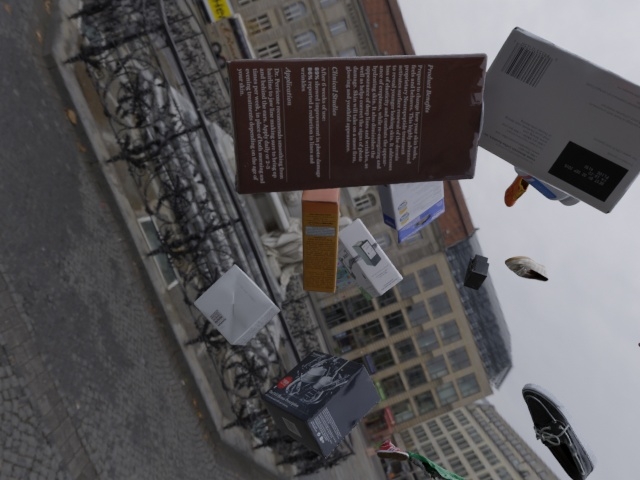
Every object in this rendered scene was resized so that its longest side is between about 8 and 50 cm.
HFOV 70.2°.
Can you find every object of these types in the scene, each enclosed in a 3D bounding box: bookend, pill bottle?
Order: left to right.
[{"bbox_3d":[0.726,0.123,2.096,0.157,0.072,0.156,84,26,-62],"label":"bookend"},{"bbox_3d":[0.726,-0.202,1.425,0.221,0.124,0.124,32,13,-20],"label":"pill bottle"}]

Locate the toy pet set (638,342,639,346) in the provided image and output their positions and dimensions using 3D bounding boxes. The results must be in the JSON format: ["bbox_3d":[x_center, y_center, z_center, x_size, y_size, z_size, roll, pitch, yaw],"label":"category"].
[{"bbox_3d":[1.008,0.272,1.316,0.122,0.114,0.065,19,-22,30],"label":"toy pet set"}]

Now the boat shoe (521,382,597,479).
[{"bbox_3d":[0.724,0.599,1.417,0.306,0.105,0.113,59,-33,5],"label":"boat shoe"}]

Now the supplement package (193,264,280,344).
[{"bbox_3d":[-0.293,0.244,1.661,0.199,0.198,0.263,45,-9,10],"label":"supplement package"}]

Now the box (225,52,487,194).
[{"bbox_3d":[0.051,-0.191,0.718,0.143,0.381,0.191,-116,-156,-67],"label":"box"}]

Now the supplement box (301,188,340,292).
[{"bbox_3d":[0.000,0.000,0.957,0.078,0.080,0.233,-84,174,-55],"label":"supplement box"}]

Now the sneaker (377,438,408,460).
[{"bbox_3d":[0.273,0.773,1.683,0.067,0.118,0.042,-44,123,-57],"label":"sneaker"}]

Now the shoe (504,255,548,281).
[{"bbox_3d":[0.814,0.113,1.784,0.076,0.219,0.058,-48,-145,44],"label":"shoe"}]

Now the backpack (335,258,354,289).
[{"bbox_3d":[0.099,0.123,2.057,0.144,0.188,0.166,39,29,-29],"label":"backpack"}]

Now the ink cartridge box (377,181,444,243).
[{"bbox_3d":[0.232,-0.160,1.176,0.065,0.185,0.311,34,-29,46],"label":"ink cartridge box"}]

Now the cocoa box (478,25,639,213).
[{"bbox_3d":[0.503,-0.253,0.970,0.347,0.231,0.228,33,24,13],"label":"cocoa box"}]

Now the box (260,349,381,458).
[{"bbox_3d":[-0.005,0.617,1.784,0.343,0.312,0.179,-3,-63,55],"label":"box"}]

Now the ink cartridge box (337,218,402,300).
[{"bbox_3d":[0.162,0.077,1.718,0.273,0.114,0.198,54,-14,6],"label":"ink cartridge box"}]

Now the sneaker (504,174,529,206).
[{"bbox_3d":[0.807,-0.206,1.867,0.067,0.064,0.175,-89,-169,-52],"label":"sneaker"}]

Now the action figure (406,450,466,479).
[{"bbox_3d":[0.417,0.858,1.708,0.232,0.063,0.137,14,-21,45],"label":"action figure"}]
